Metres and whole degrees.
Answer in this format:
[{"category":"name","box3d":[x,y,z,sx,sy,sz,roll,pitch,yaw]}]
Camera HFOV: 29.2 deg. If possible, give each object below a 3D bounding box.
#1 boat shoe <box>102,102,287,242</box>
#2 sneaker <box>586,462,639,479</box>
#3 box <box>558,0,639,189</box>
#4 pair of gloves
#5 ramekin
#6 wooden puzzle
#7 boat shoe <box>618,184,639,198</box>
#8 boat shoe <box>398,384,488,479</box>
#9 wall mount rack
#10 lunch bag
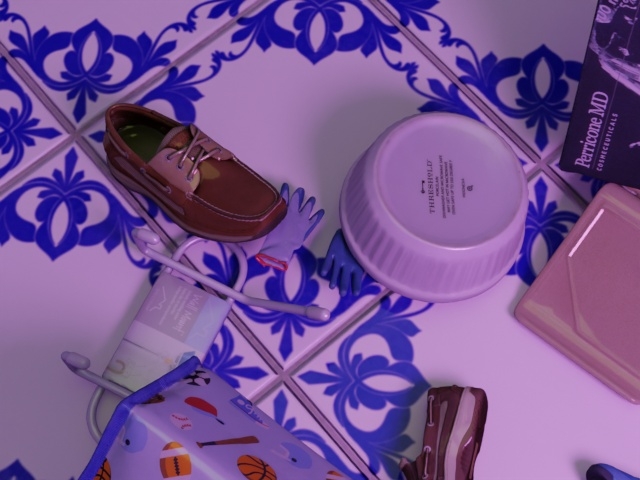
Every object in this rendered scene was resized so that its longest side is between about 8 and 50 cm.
[{"category":"boat shoe","box3d":[-0.194,-0.102,1.735,0.324,0.120,0.122,25,57,29]},{"category":"sneaker","box3d":[0.446,0.353,1.607,0.209,0.069,0.082,38,61,15]},{"category":"box","box3d":[0.593,-0.275,1.554,0.471,0.480,0.297,17,57,13]},{"category":"pair of gloves","box3d":[0.000,0.000,1.753,0.198,0.023,0.159,23,51,-7]},{"category":"ramekin","box3d":[0.168,-0.058,1.726,0.272,0.127,0.273,3,65,-7]},{"category":"wooden puzzle","box3d":[0.422,0.072,1.706,0.221,0.044,0.239,37,93,15]},{"category":"boat shoe","box3d":[0.562,-0.067,1.757,0.285,0.089,0.105,-3,67,0]},{"category":"boat shoe","box3d":[0.151,0.314,1.625,0.095,0.095,0.258,7,61,20]},{"category":"wall mount rack","box3d":[-0.169,0.143,1.676,0.304,0.130,0.350,25,71,8]},{"category":"lunch bag","box3d":[-0.152,0.394,1.497,0.327,0.239,0.386,35,111,14]}]
